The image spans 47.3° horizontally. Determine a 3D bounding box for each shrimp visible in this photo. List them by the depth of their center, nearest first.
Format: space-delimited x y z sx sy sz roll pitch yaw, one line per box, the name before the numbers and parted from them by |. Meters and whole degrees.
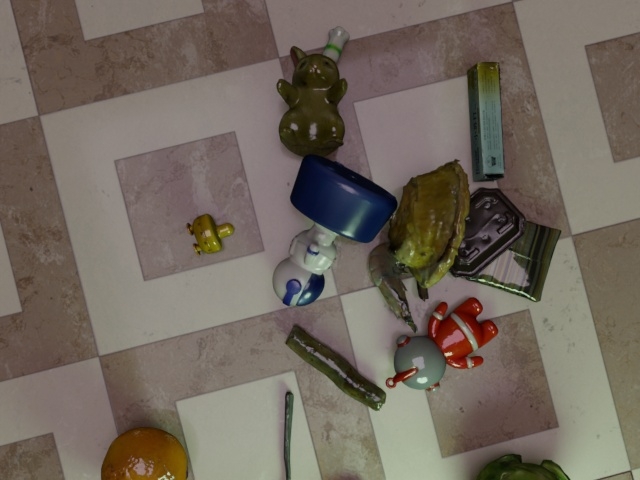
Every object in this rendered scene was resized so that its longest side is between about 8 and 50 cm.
shrimp | 0.227 0.119 1.964 0.145 0.059 0.254 -28 77 -20

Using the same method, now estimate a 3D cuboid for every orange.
orange | -0.447 0.582 1.866 0.219 0.193 0.219 -12 131 -14

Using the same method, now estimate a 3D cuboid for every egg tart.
egg tart | 0.262 -0.051 1.827 0.132 0.345 0.346 15 88 -9

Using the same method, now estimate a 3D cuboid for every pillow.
pillow | 0.524 0.040 1.985 0.212 0.052 0.208 18 88 3

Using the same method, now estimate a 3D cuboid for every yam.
yam | 0.040 0.344 1.955 0.317 0.071 0.067 37 51 -1

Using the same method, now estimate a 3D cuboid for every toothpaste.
toothpaste | 0.448 -0.316 1.973 0.070 0.089 0.313 -3 89 -9

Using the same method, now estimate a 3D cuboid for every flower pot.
flower pot | 0.414 -0.027 1.938 0.251 0.084 0.179 -40 75 2

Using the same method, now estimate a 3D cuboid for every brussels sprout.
brussels sprout | 0.503 0.671 1.875 0.294 0.259 0.227 -24 75 20

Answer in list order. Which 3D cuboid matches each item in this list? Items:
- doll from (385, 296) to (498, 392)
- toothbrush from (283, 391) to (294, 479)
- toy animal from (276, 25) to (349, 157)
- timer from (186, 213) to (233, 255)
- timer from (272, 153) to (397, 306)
doll | 0.313 0.294 1.955 0.336 0.105 0.200 -35 91 -10
toothbrush | -0.091 0.554 1.965 0.030 0.030 0.298 2 89 8
toy animal | -0.018 -0.401 1.910 0.181 0.180 0.363 3 87 3
timer | -0.287 -0.021 1.929 0.109 0.107 0.107 -20 90 1
timer | 0.000 0.000 1.890 0.270 0.270 0.384 27 102 -2
